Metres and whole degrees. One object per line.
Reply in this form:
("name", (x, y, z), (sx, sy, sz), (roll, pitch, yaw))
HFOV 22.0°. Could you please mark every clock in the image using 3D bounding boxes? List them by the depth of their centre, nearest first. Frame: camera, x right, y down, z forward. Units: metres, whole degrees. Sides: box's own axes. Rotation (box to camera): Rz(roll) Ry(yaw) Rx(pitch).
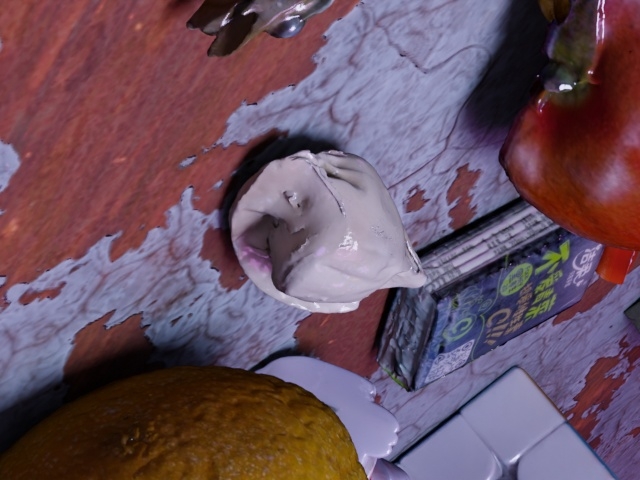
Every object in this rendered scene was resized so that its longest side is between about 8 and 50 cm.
("clock", (-0.007, 0.229, 1.609), (0.189, 0.189, 0.254), (-38, 160, -4))
("clock", (0.315, -0.048, 1.676), (0.155, 0.061, 0.113), (100, 15, -50))

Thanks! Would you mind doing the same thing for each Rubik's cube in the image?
("Rubik's cube", (0.237, 0.382, 2.029), (0.290, 0.291, 0.291), (-38, 154, -4))

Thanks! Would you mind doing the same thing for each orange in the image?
("orange", (-0.115, 0.266, 1.329), (0.357, 0.322, 0.322), (-31, 154, -18))

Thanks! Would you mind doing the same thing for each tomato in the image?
("tomato", (0.316, -0.120, 1.342), (0.290, 0.176, 0.335), (-23, 149, -38))

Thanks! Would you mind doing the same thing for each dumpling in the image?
("dumpling", (0.000, 0.000, 1.296), (0.136, 0.118, 0.199), (-33, 130, 20))

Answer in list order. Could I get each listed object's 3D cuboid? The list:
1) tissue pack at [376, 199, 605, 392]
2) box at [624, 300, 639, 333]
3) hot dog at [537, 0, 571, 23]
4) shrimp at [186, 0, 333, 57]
("tissue pack", (0.175, 0.043, 1.640), (0.235, 0.073, 0.173), (-28, 151, -25))
("box", (0.535, 0.090, 2.085), (0.231, 0.149, 0.155), (-39, 156, 18))
("hot dog", (0.233, -0.193, 1.363), (0.071, 0.045, 0.165), (-48, 154, 15))
("shrimp", (0.022, -0.236, 0.985), (0.317, 0.077, 0.168), (-49, 144, 10))
